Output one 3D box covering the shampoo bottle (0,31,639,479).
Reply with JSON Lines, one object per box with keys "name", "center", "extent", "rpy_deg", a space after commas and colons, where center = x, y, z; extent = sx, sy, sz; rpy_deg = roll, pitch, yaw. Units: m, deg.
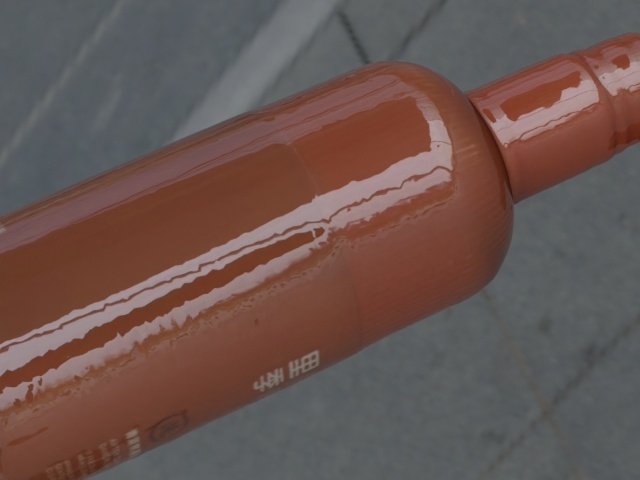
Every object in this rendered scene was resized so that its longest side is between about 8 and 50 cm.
{"name": "shampoo bottle", "center": [-0.001, -0.002, 0.582], "extent": [0.244, 0.085, 0.085], "rpy_deg": [-22, 38, -13]}
